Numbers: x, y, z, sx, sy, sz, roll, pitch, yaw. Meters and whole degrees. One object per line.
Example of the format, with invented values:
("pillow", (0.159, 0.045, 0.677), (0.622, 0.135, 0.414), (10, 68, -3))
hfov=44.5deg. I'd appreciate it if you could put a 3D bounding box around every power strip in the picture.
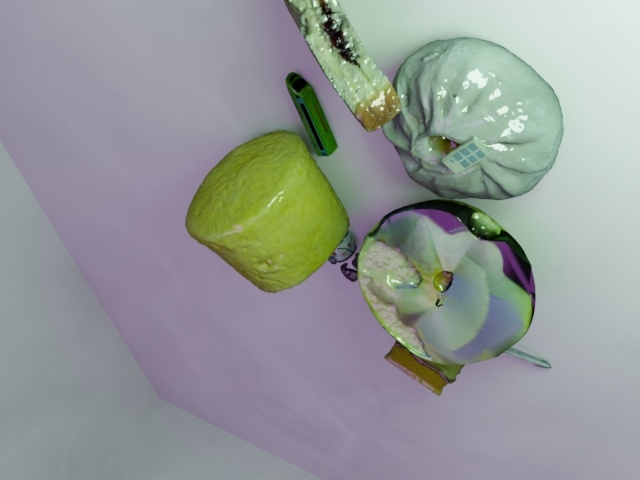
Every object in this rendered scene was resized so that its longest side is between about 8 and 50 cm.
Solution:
("power strip", (0.249, -0.145, 1.341), (0.040, 0.016, 0.090), (42, 138, -14))

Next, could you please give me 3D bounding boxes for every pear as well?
("pear", (0.288, 0.068, 1.747), (0.398, 0.165, 0.399), (10, 120, 19))

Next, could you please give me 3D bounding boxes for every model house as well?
("model house", (0.280, 0.313, 2.099), (0.193, 0.175, 0.234), (33, 145, 8))

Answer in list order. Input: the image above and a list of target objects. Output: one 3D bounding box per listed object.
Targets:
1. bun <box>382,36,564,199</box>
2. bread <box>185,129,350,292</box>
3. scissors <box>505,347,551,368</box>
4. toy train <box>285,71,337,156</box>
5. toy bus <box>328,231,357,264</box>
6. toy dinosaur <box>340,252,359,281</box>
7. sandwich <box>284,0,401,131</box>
("bun", (0.263, -0.200, 1.447), (0.354, 0.194, 0.355), (26, 145, 21))
("bread", (-0.124, -0.058, 1.892), (0.348, 0.348, 0.308), (0, 136, 45))
("scissors", (0.408, 0.256, 1.960), (0.360, 0.191, 0.029), (22, 115, 1))
("toy train", (-0.018, -0.285, 1.765), (0.042, 0.044, 0.209), (9, 138, 40))
("toy bus", (0.000, 0.000, 2.075), (0.193, 0.087, 0.089), (9, 134, 37))
("toy dinosaur", (0.153, 0.076, 1.983), (0.162, 0.077, 0.294), (19, 150, -13))
("sandwich", (0.032, -0.356, 1.435), (0.254, 0.099, 0.288), (59, -174, -33))
